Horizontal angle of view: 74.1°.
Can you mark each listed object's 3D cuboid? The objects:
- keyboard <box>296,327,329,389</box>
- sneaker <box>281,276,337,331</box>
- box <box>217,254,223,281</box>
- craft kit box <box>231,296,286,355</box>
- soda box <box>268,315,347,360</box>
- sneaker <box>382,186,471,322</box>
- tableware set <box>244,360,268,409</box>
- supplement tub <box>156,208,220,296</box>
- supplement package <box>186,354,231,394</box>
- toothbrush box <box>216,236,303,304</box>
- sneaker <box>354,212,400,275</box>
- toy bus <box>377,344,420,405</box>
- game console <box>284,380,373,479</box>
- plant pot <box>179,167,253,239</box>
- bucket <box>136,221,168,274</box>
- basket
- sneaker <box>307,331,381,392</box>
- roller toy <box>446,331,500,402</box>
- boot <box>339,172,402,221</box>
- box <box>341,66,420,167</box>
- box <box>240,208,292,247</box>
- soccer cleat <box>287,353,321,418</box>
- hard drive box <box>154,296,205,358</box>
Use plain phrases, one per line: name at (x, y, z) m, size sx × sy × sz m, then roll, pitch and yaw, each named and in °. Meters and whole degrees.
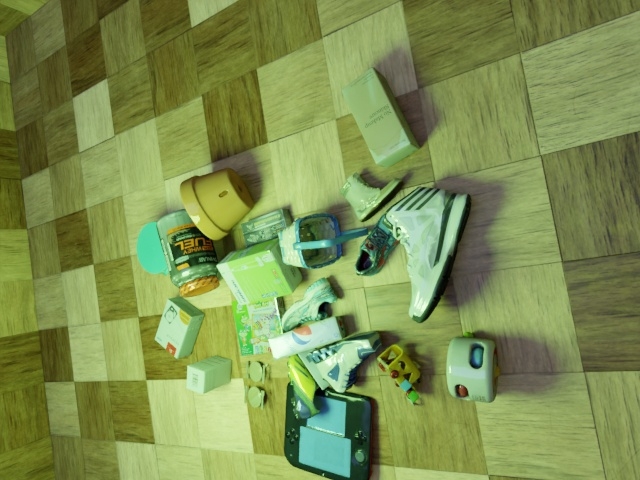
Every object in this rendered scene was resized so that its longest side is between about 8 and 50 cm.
keyboard at (-0.038, 0.471, 1.704) m, size 0.072 × 0.014 × 0.256 m, roll -32°, pitch 70°, yaw -19°
sneaker at (-0.046, 0.281, 1.675) m, size 0.122 × 0.110 × 0.283 m, roll 48°, pitch 112°, yaw 20°
box at (-0.492, 0.129, 1.928) m, size 0.087 × 0.102 × 0.101 m, roll 37°, pitch 107°, yaw 22°
craft kit box at (-0.256, 0.361, 1.829) m, size 0.249 × 0.061 × 0.247 m, roll -16°, pitch 81°, yaw 29°
soda box at (-0.050, 0.377, 1.643) m, size 0.286 × 0.098 × 0.091 m, roll -21°, pitch 78°, yaw 12°
sneaker at (0.317, 0.033, 1.428) m, size 0.257 × 0.169 × 0.448 m, roll 18°, pitch 91°, yaw 23°
tableware set at (-0.274, 0.627, 1.854) m, size 0.128 × 0.039 × 0.194 m, roll -1°, pitch 85°, yaw 41°
supplement tub at (-0.549, 0.055, 1.787) m, size 0.207 × 0.207 × 0.338 m, roll -28°, pitch 76°, yaw 27°
supplement package at (-0.496, 0.596, 1.895) m, size 0.105 × 0.179 × 0.105 m, roll 6°, pitch 94°, yaw 29°
toothbrush box at (-0.247, 0.129, 1.736) m, size 0.283 × 0.122 × 0.206 m, roll -17°, pitch 110°, yaw 28°
sneaker at (0.204, 0.020, 1.519) m, size 0.104 × 0.125 × 0.262 m, roll 29°, pitch 105°, yaw 25°
toy bus at (0.296, 0.462, 1.486) m, size 0.104 × 0.202 × 0.191 m, roll -40°, pitch 62°, yaw -8°
game console at (0.025, 0.757, 1.676) m, size 0.386 × 0.060 × 0.342 m, roll 1°, pitch 92°, yaw 29°
plant pot at (-0.421, -0.173, 1.800) m, size 0.203 × 0.291 × 0.291 m, roll -28°, pitch 77°, yaw 9°
bucket at (-0.715, 0.033, 2.005) m, size 0.281 × 0.183 × 0.281 m, roll 1°, pitch 91°, yaw 29°
basket at (0.000, 0.000, 1.562) m, size 0.288 × 0.254 × 0.201 m, roll -2°, pitch 97°, yaw 39°
sneaker at (0.110, 0.464, 1.595) m, size 0.315 × 0.127 × 0.182 m, roll -27°, pitch 82°, yaw 34°
roller toy at (0.485, 0.406, 1.331) m, size 0.146 × 0.191 × 0.209 m, roll -1°, pitch 90°, yaw 29°
boot at (0.181, -0.193, 1.557) m, size 0.213 × 0.077 × 0.165 m, roll -44°, pitch 69°, yaw 26°
box at (0.213, -0.430, 1.506) m, size 0.148 × 0.121 × 0.311 m, roll -30°, pitch 76°, yaw 26°
box at (-0.218, -0.015, 1.796) m, size 0.231 × 0.056 × 0.183 m, roll -18°, pitch 82°, yaw 28°
soccer cleat at (-0.065, 0.558, 1.694) m, size 0.121 × 0.093 × 0.289 m, roll -10°, pitch 61°, yaw -3°
hard drive box at (-0.681, 0.418, 2.049) m, size 0.181 × 0.089 × 0.232 m, roll 27°, pitch 104°, yaw 27°
